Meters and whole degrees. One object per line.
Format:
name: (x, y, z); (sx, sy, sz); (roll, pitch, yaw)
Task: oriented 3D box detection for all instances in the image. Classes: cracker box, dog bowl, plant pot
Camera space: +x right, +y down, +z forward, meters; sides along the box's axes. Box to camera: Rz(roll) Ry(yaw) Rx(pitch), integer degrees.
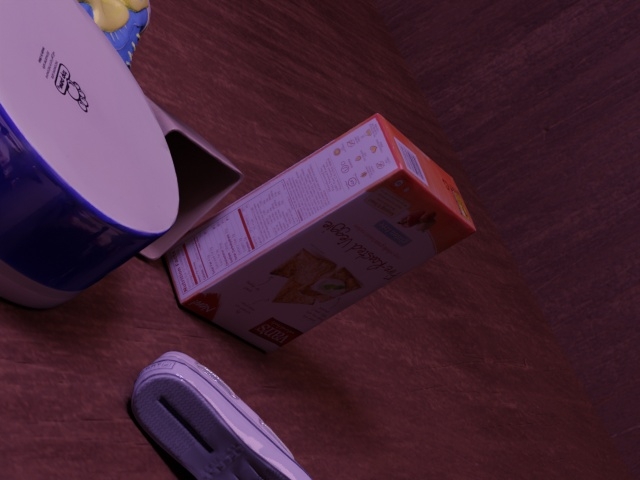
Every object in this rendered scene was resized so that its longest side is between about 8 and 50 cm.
cracker box: (0.000, 0.000, 1.435); (0.155, 0.232, 0.067); (34, 30, -54)
dog bowl: (-0.221, -0.089, 1.181); (0.265, 0.104, 0.265); (51, 18, -24)
plant pot: (-0.151, -0.067, 1.363); (0.109, 0.109, 0.096); (35, 16, -53)

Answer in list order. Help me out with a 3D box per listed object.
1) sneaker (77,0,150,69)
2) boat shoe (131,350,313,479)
sneaker: (-0.206, -0.164, 1.440); (0.240, 0.091, 0.126); (-11, 89, -73)
boat shoe: (-0.051, 0.172, 1.240); (0.226, 0.083, 0.076); (54, 18, -10)
